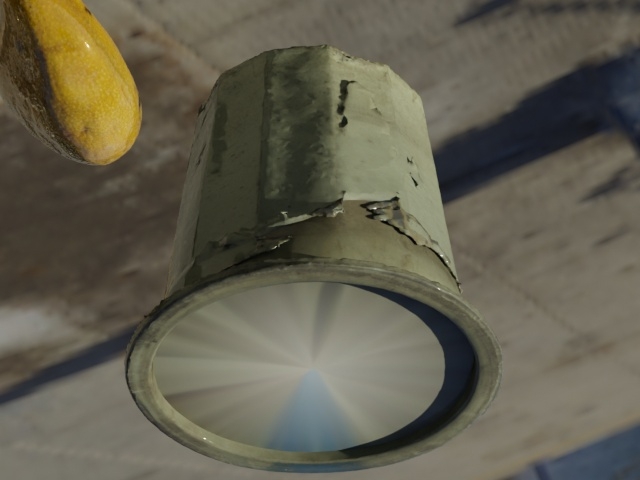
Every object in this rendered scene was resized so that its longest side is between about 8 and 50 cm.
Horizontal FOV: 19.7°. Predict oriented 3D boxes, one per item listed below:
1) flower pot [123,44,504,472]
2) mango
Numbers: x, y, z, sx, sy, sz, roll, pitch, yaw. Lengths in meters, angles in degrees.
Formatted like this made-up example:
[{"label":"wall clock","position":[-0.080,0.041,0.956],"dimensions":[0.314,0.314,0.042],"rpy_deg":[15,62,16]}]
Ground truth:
[{"label":"flower pot","position":[0.000,0.000,1.083],"dimensions":[0.212,0.202,0.212],"rpy_deg":[2,145,1]},{"label":"mango","position":[-0.237,-0.151,1.674],"dimensions":[0.109,0.157,0.262],"rpy_deg":[-39,156,-7]}]
